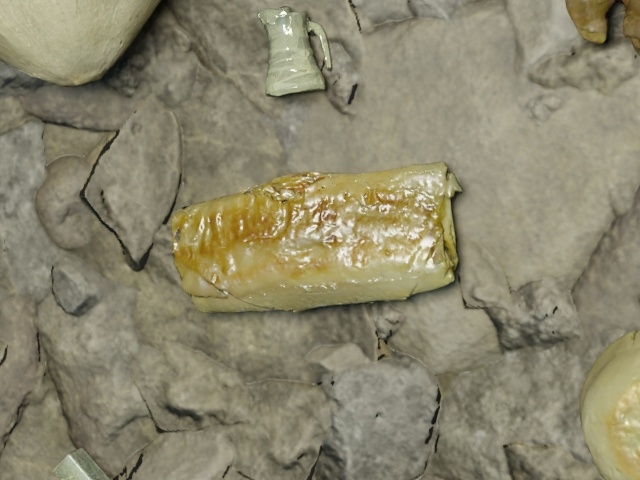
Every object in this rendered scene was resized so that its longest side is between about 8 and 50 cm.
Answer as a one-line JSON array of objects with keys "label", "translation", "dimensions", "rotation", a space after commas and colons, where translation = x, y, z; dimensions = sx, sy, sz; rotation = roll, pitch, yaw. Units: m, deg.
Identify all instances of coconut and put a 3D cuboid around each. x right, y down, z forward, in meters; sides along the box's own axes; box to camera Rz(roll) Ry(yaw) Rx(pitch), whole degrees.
[{"label": "coconut", "translation": [-0.249, -0.269, 1.363], "dimensions": [0.237, 0.237, 0.265], "rotation": [-20, 93, 22]}]

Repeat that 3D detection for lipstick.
[{"label": "lipstick", "translation": [-0.218, 0.272, 1.544], "dimensions": [0.129, 0.030, 0.030], "rotation": [48, 110, 8]}]

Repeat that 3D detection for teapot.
[{"label": "teapot", "translation": [-0.025, -0.176, 1.394], "dimensions": [0.067, 0.057, 0.083], "rotation": [-11, 91, -16]}]

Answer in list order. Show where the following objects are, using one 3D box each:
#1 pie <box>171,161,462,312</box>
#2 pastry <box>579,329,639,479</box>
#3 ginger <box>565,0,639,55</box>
[{"label": "pie", "translation": [0.000, 0.000, 1.398], "dimensions": [0.282, 0.068, 0.128], "rotation": [-8, 84, 21]}, {"label": "pastry", "translation": [0.298, 0.152, 1.300], "dimensions": [0.156, 0.092, 0.156], "rotation": [0, 91, 20]}, {"label": "ginger", "translation": [0.311, -0.191, 1.246], "dimensions": [0.166, 0.080, 0.333], "rotation": [-43, 85, 10]}]
